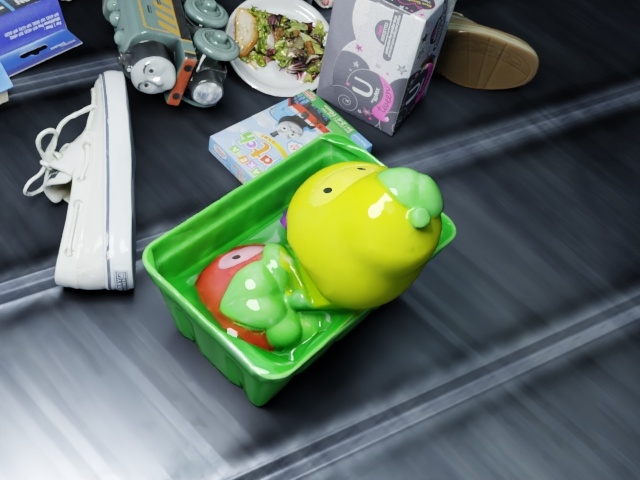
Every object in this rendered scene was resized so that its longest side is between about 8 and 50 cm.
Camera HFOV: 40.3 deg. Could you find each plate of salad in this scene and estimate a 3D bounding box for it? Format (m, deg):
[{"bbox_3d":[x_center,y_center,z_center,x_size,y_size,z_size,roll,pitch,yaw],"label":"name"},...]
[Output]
[{"bbox_3d":[-0.067,-0.345,1.516,0.199,0.048,0.200,4,73,-13],"label":"plate of salad"}]

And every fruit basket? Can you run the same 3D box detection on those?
[{"bbox_3d":[0.000,0.000,1.086,0.283,0.392,0.392,41,55,19],"label":"fruit basket"}]

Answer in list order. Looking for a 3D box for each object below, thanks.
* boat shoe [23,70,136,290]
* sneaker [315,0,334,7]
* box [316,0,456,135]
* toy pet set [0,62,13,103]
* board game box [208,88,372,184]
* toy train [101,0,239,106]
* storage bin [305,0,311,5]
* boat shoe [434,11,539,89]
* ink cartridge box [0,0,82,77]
[{"bbox_3d":[-0.346,-0.091,1.247,0.156,0.136,0.367,-2,62,-9],"label":"boat shoe"},{"bbox_3d":[0.043,-0.460,1.662,0.134,0.051,0.070,27,53,14],"label":"sneaker"},{"bbox_3d":[0.108,-0.326,1.440,0.163,0.247,0.142,30,54,13],"label":"box"},{"bbox_3d":[-0.534,-0.223,1.342,0.122,0.065,0.114,42,56,20],"label":"toy pet set"},{"bbox_3d":[-0.047,-0.149,1.402,0.211,0.039,0.160,-32,65,-30],"label":"board game box"},{"bbox_3d":[-0.255,-0.349,1.431,0.190,0.142,0.334,6,47,-28],"label":"toy train"},{"bbox_3d":[-0.074,-0.503,1.624,0.084,0.122,0.180,-4,53,-15],"label":"storage bin"},{"bbox_3d":[0.230,-0.370,1.582,0.341,0.122,0.110,15,50,1],"label":"boat shoe"},{"bbox_3d":[-0.573,-0.416,1.487,0.332,0.065,0.165,40,54,19],"label":"ink cartridge box"}]
